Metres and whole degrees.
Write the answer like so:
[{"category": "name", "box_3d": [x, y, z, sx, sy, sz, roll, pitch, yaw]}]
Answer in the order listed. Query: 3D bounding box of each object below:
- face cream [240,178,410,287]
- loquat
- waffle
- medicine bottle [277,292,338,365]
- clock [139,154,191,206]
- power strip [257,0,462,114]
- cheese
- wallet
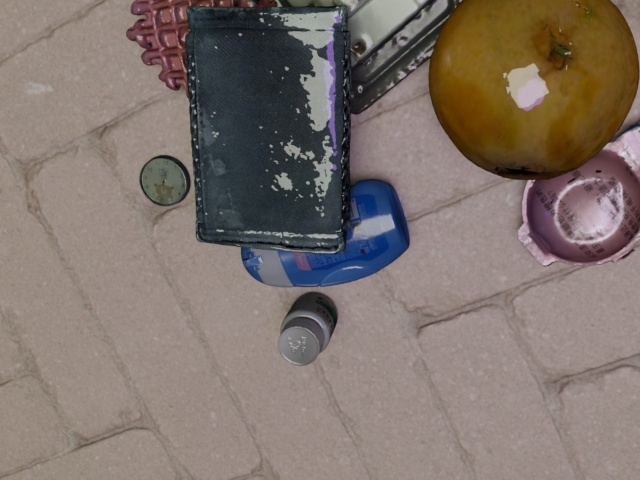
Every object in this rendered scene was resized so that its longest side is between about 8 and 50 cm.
[{"category": "face cream", "box_3d": [0.000, 0.000, 1.151, 0.263, 0.083, 0.149, -15, 95, 15]}, {"category": "loquat", "box_3d": [0.270, -0.210, 0.960, 0.262, 0.263, 0.263, 3, 107, 10]}, {"category": "waffle", "box_3d": [-0.174, -0.319, 1.088, 0.221, 0.055, 0.234, 42, 119, 0]}, {"category": "medicine bottle", "box_3d": [-0.021, 0.140, 1.174, 0.080, 0.130, 0.080, 3, 107, 9]}, {"category": "clock", "box_3d": [-0.253, -0.096, 1.207, 0.085, 0.017, 0.085, 3, 107, 10]}, {"category": "power strip", "box_3d": [0.058, -0.339, 1.032, 0.251, 0.092, 0.257, -39, 97, 18]}, {"category": "cheese", "box_3d": [0.408, -0.074, 1.055, 0.189, 0.074, 0.286, 45, 106, -5]}, {"category": "wallet", "box_3d": [-0.069, -0.155, 1.056, 0.237, 0.075, 0.342, 5, 109, 16]}]
